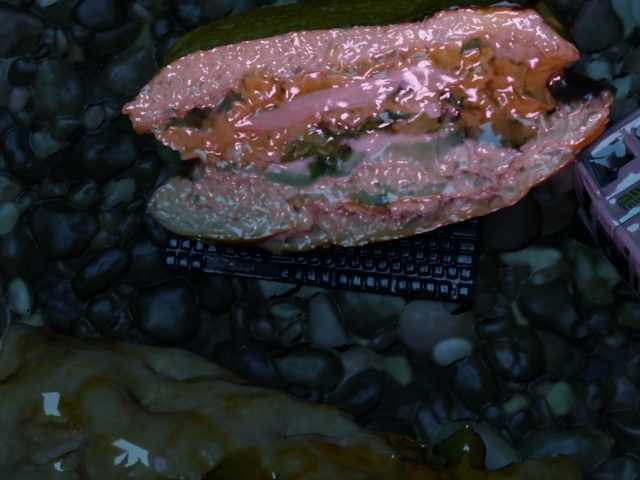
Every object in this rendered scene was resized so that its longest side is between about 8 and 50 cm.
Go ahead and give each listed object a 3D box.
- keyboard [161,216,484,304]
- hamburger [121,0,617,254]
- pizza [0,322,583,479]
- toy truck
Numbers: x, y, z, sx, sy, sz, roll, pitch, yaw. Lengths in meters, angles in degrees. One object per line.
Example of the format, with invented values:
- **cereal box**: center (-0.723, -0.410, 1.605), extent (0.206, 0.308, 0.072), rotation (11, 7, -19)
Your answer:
- **keyboard**: center (0.000, 0.000, 1.009), extent (0.204, 0.013, 0.061), rotation (7, 77, 12)
- **hamburger**: center (0.036, -0.080, 0.950), extent (0.283, 0.156, 0.144), rotation (-8, 106, 12)
- **pizza**: center (-0.038, 0.161, 0.837), extent (0.392, 0.435, 0.080), rotation (3, 118, -7)
- **toy truck**: center (0.266, -0.067, 0.936), extent (0.242, 0.101, 0.125), rotation (-33, 68, -2)
